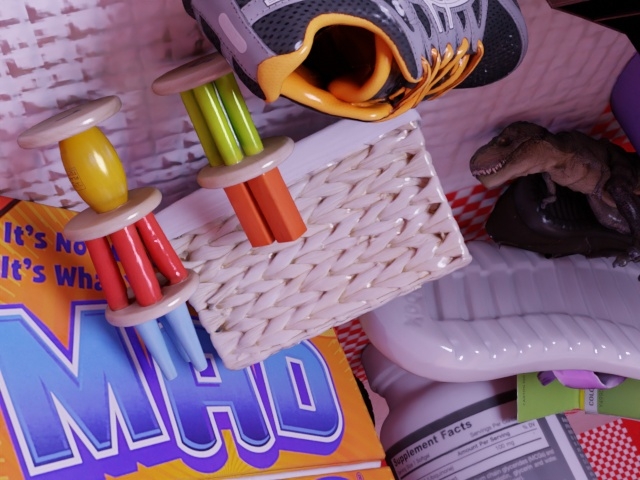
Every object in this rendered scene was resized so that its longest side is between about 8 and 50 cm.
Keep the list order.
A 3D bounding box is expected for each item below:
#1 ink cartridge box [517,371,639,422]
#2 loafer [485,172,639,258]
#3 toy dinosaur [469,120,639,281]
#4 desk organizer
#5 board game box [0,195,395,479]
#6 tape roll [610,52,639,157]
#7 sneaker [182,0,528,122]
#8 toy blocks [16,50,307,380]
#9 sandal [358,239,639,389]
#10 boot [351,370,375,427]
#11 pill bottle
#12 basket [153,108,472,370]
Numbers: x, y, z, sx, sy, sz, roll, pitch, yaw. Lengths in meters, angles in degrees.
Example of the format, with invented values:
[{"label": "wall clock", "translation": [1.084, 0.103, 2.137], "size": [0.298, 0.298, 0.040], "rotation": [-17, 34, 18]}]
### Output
[{"label": "ink cartridge box", "translation": [0.318, 0.099, 0.879], "size": [0.255, 0.188, 0.097], "rotation": [2, 179, -44]}, {"label": "loafer", "translation": [0.226, -0.023, 0.726], "size": [0.220, 0.080, 0.078], "rotation": [7, 157, -37]}, {"label": "toy dinosaur", "translation": [0.233, -0.033, 0.642], "size": [0.268, 0.118, 0.064], "rotation": [1, 152, -41]}, {"label": "desk organizer", "translation": [0.185, -0.134, 0.474], "size": [0.130, 0.050, 0.047], "rotation": [2, 147, -42]}, {"label": "board game box", "translation": [-0.182, 0.228, 0.543], "size": [0.356, 0.356, 0.356], "rotation": [-35, 153, 27]}, {"label": "tape roll", "translation": [0.316, -0.113, 0.594], "size": [0.189, 0.080, 0.189], "rotation": [-19, 155, -9]}, {"label": "sneaker", "translation": [0.029, -0.093, 0.392], "size": [0.215, 0.083, 0.084], "rotation": [-2, 148, -40]}, {"label": "toy blocks", "translation": [-0.064, -0.008, 0.418], "size": [0.123, 0.054, 0.148], "rotation": [-21, 111, 0]}, {"label": "sandal", "translation": [0.210, 0.078, 0.751], "size": [0.416, 0.169, 0.102], "rotation": [7, 131, -24]}, {"label": "boot", "translation": [-0.060, 0.204, 0.961], "size": [0.161, 0.083, 0.246], "rotation": [-28, 150, 30]}, {"label": "pill bottle", "translation": [0.191, 0.264, 0.922], "size": [0.210, 0.363, 0.210], "rotation": [-18, 155, -9]}, {"label": "basket", "translation": [0.000, 0.000, 0.500], "size": [0.167, 0.103, 0.113], "rotation": [-24, 175, 6]}]
